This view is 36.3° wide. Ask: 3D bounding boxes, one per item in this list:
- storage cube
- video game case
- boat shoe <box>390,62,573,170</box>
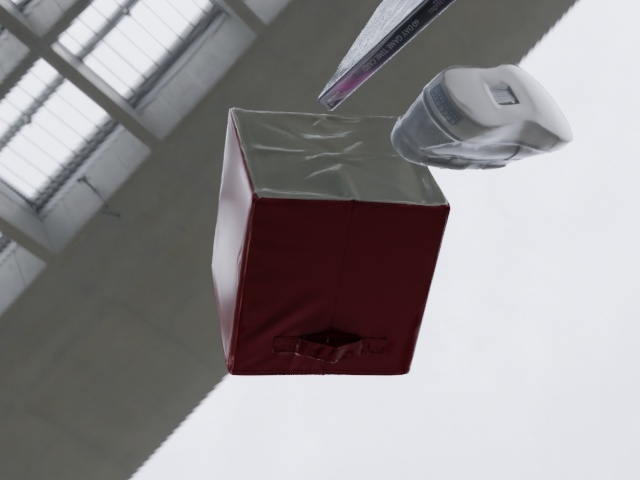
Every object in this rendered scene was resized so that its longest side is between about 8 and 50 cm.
[{"bbox_3d":[0.000,0.000,0.953,0.184,0.215,0.193,2,-59,-13],"label":"storage cube"},{"bbox_3d":[0.112,-0.268,1.053,0.026,0.274,0.196,39,-126,-13],"label":"video game case"},{"bbox_3d":[0.111,-0.074,0.654,0.063,0.066,0.184,-36,-10,32],"label":"boat shoe"}]
